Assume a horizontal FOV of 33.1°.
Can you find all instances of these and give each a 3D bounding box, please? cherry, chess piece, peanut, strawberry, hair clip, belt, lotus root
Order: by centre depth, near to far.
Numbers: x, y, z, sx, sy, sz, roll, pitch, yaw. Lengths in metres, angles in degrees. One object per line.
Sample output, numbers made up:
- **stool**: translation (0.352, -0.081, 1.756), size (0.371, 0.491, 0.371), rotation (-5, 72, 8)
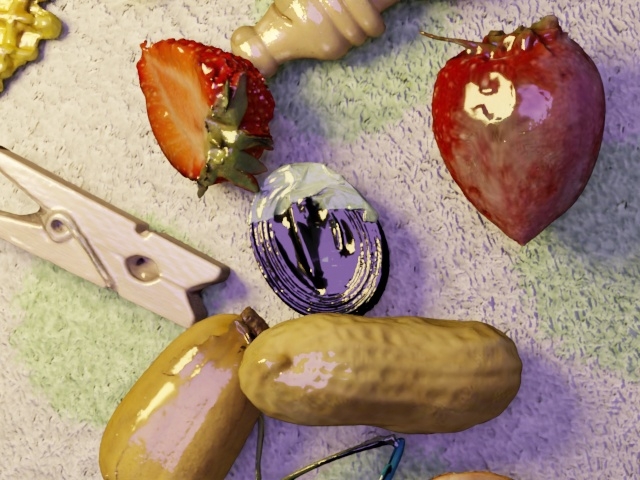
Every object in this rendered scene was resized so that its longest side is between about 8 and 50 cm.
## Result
- **peanut**: translation (0.066, 0.148, 1.176), size (0.319, 0.147, 0.147), rotation (1, 83, -15)
- **cherry**: translation (0.218, -0.118, 1.185), size (0.192, 0.175, 0.249), rotation (-5, 84, 18)
- **lotus root**: translation (-0.155, 0.208, 1.227), size (0.146, 0.131, 0.303), rotation (34, 86, 6)
- **belt**: translation (0.000, 0.000, 1.255), size (0.151, 0.078, 0.198), rotation (-29, 78, 7)
- **chess piece**: translation (0.035, -0.287, 1.274), size (0.307, 0.124, 0.138), rotation (-33, 112, 8)
- **strawberry**: translation (-0.139, -0.154, 1.285), size (0.228, 0.098, 0.174), rotation (30, 121, 48)
- **hair clip**: translation (-0.272, -0.004, 1.297), size (0.331, 0.085, 0.101), rotation (26, 90, 5)

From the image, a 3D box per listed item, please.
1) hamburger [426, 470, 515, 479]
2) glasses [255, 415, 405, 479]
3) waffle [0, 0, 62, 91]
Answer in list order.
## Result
- **hamburger**: translation (0.154, 0.369, 1.124), size (0.286, 0.146, 0.243), rotation (23, 108, -18)
- **glasses**: translation (-0.011, 0.297, 1.232), size (0.207, 0.102, 0.239), rotation (32, 88, 41)
- **waffle**: translation (-0.490, -0.320, 1.384), size (0.307, 0.060, 0.311), rotation (-24, 80, 4)
